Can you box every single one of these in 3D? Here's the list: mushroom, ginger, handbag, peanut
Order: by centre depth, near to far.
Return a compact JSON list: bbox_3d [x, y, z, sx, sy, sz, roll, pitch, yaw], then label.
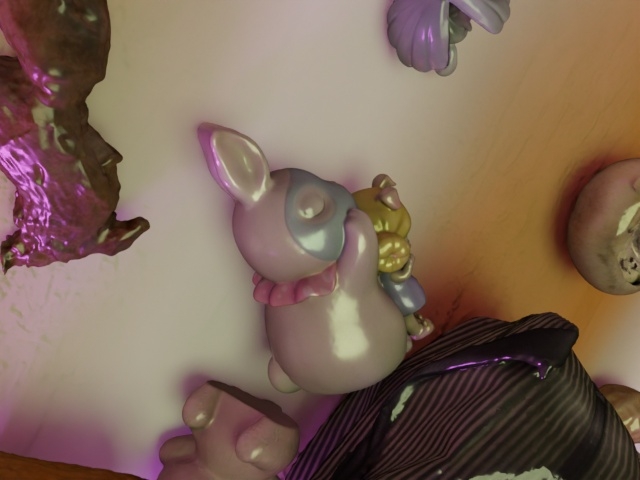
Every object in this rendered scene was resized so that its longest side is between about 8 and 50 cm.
[{"bbox_3d":[-0.194,-0.117,0.450,0.122,0.084,0.290,-4,114,-3],"label":"ginger"},{"bbox_3d":[0.137,0.221,0.600,0.340,0.240,0.247,-37,90,-13],"label":"handbag"},{"bbox_3d":[0.342,-0.012,0.719,0.154,0.122,0.154,-14,117,-28],"label":"mushroom"},{"bbox_3d":[0.340,0.225,0.823,0.187,0.082,0.082,-13,112,-21],"label":"peanut"}]

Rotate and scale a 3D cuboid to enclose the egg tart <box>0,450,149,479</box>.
[{"bbox_3d":[-0.203,0.245,0.463,0.170,0.215,0.215,2,106,-13],"label":"egg tart"}]

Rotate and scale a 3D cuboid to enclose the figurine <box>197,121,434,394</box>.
[{"bbox_3d":[0.000,0.000,0.551,0.155,0.127,0.236,-18,112,-1],"label":"figurine"}]

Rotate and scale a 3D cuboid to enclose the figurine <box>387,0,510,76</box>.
[{"bbox_3d":[0.102,-0.191,0.569,0.082,0.086,0.095,-15,71,-37],"label":"figurine"}]

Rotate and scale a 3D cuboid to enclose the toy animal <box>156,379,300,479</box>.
[{"bbox_3d":[-0.097,0.235,0.584,0.124,0.124,0.213,24,91,-31],"label":"toy animal"}]
